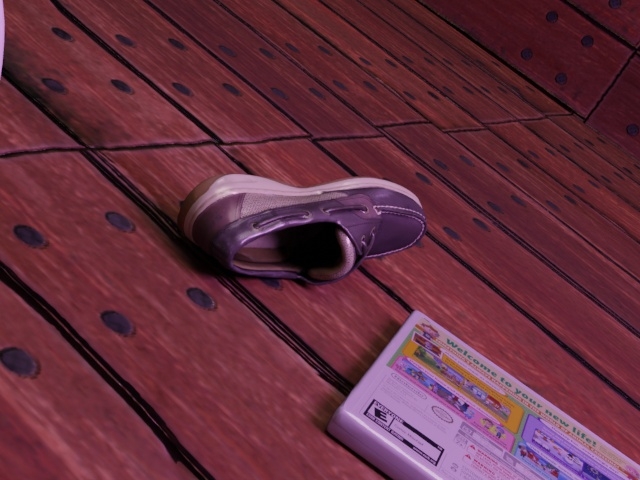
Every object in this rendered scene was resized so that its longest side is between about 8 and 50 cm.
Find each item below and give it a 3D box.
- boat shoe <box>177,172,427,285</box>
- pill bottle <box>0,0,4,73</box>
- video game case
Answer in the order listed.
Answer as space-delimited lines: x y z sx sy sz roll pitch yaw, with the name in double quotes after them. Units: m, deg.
0.000 -0.001 0.756 0.224 0.080 0.073 3 42 -40 "boat shoe"
-0.280 -0.092 0.270 0.224 0.224 0.392 37 6 11 "pill bottle"
0.123 0.145 0.683 0.212 0.023 0.193 35 24 8 "video game case"
